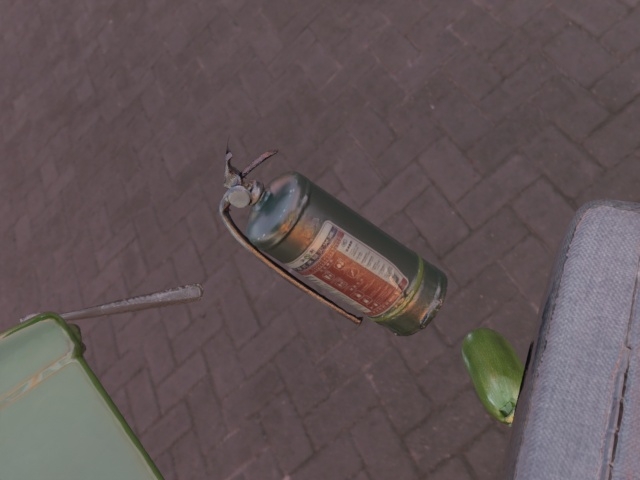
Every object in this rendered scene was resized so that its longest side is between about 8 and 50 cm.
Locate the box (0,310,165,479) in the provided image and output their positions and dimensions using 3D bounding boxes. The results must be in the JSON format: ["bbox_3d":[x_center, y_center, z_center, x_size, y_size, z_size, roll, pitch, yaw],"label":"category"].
[{"bbox_3d":[-0.142,0.218,0.426,0.177,0.253,0.329,-30,71,-24],"label":"box"}]

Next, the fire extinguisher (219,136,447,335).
[{"bbox_3d":[0.000,0.000,0.761,0.118,0.294,0.093,-43,27,28],"label":"fire extinguisher"}]

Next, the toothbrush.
[{"bbox_3d":[-0.314,0.103,1.125,0.030,0.297,0.030,2,99,52],"label":"toothbrush"}]

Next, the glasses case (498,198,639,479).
[{"bbox_3d":[0.117,0.139,0.337,0.074,0.131,0.323,13,67,16],"label":"glasses case"}]

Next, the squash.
[{"bbox_3d":[0.345,0.256,1.424,0.107,0.107,0.395,-43,9,11],"label":"squash"}]
